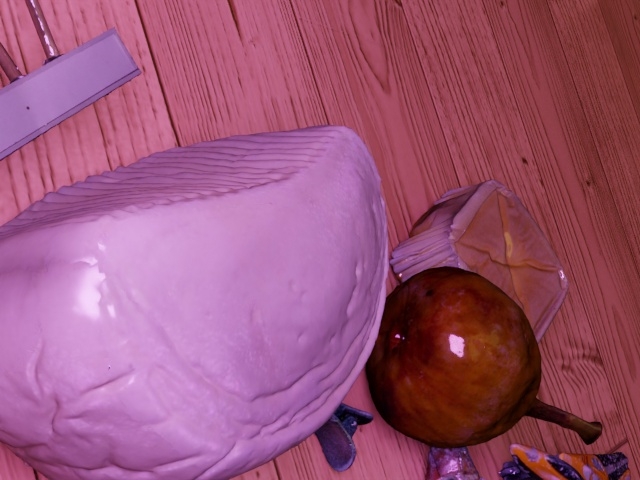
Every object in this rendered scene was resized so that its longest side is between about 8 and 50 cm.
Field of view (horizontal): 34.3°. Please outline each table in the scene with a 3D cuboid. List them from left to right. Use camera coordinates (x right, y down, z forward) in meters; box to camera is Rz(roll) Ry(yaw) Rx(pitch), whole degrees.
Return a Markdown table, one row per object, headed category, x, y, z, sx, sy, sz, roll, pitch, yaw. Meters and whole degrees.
| category | x | y | z | sx | sy | sz | roll | pitch | yaw |
| --- | --- | --- | --- | --- | --- | --- | --- | --- | --- |
| table | -0.260 | -0.101 | 0.731 | 0.111 | 0.122 | 0.240 | 59 | 37 | -14 |

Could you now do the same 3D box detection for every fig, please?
| category | x | y | z | sx | sy | sz | roll | pitch | yaw |
| --- | --- | --- | --- | --- | --- | --- | --- | --- | --- |
| fig | 0.174 | 0.161 | 1.074 | 0.290 | 0.191 | 0.190 | 46 | 41 | -11 |

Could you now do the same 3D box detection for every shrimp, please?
| category | x | y | z | sx | sy | sz | roll | pitch | yaw |
| --- | --- | --- | --- | --- | --- | --- | --- | --- | --- |
| shrimp | 0.157 | 0.311 | 1.082 | 0.079 | 0.090 | 0.232 | 73 | 5 | -60 |

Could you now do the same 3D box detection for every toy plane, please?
| category | x | y | z | sx | sy | sz | roll | pitch | yaw |
| --- | --- | --- | --- | --- | --- | --- | --- | --- | --- |
| toy plane | 0.308 | 0.314 | 1.274 | 0.316 | 0.103 | 0.204 | 30 | 49 | -31 |

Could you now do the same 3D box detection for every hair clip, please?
| category | x | y | z | sx | sy | sz | roll | pitch | yaw |
| --- | --- | --- | --- | --- | --- | --- | --- | --- | --- |
| hair clip | -0.031 | 0.117 | 0.984 | 0.229 | 0.039 | 0.070 | 53 | 41 | -19 |

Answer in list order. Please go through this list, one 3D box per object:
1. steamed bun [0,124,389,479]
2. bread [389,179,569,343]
| category | x | y | z | sx | sy | sz | roll | pitch | yaw |
| --- | --- | --- | --- | --- | --- | --- | --- | --- | --- |
| steamed bun | -0.096 | 0.062 | 0.762 | 0.383 | 0.247 | 0.236 | -35 | 112 | -58 |
| bread | 0.190 | 0.039 | 1.240 | 0.192 | 0.110 | 0.210 | 54 | 39 | -10 |
